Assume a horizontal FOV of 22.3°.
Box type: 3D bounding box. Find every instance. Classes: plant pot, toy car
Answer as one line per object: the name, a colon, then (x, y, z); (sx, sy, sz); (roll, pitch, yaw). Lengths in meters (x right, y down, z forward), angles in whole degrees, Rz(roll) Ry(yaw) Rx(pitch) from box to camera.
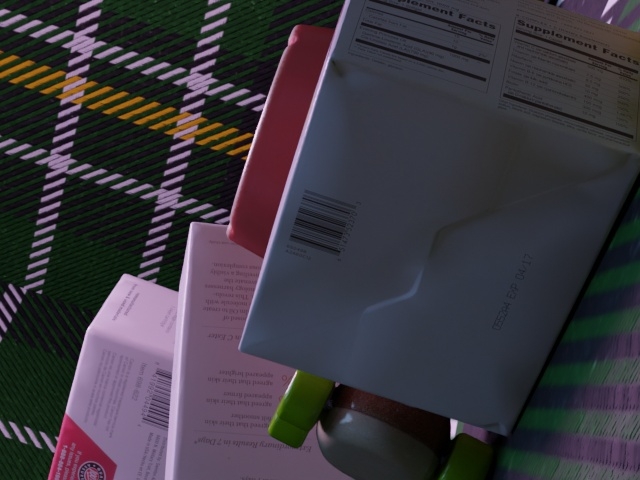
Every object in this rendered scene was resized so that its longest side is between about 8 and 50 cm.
plant pot: (0.063, -0.057, 1.387); (0.275, 0.243, 0.274); (-161, 90, -88)
toy car: (0.072, 0.091, 1.231); (0.188, 0.155, 0.149); (-63, -2, -18)

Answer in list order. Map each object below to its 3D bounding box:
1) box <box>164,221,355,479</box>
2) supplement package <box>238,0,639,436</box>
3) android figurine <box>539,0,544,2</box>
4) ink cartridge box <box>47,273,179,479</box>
box: (-0.044, 0.177, 1.645); (0.168, 0.215, 0.345); (109, 165, -64)
supplement package: (0.080, -0.030, 1.099); (0.145, 0.204, 0.261); (-73, 1, -50)
android figurine: (0.150, -0.180, 1.737); (0.273, 0.056, 0.248); (-50, -18, 4)
ink cartridge box: (-0.127, 0.249, 2.092); (0.160, 0.385, 0.279); (-67, -3, -63)
